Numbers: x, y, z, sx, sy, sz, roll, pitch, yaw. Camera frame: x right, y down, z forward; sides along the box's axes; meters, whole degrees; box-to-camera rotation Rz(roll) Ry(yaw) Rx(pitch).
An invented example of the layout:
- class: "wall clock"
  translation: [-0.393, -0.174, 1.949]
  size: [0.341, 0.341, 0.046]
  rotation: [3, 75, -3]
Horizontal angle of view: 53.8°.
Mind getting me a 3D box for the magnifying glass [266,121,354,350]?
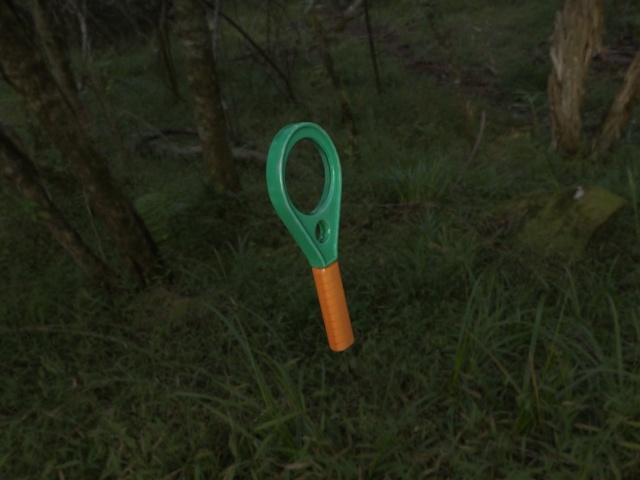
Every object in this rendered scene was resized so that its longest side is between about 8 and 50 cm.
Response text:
- class: "magnifying glass"
  translation: [0.000, 0.000, 0.615]
  size: [0.026, 0.231, 0.092]
  rotation: [4, 24, 37]
